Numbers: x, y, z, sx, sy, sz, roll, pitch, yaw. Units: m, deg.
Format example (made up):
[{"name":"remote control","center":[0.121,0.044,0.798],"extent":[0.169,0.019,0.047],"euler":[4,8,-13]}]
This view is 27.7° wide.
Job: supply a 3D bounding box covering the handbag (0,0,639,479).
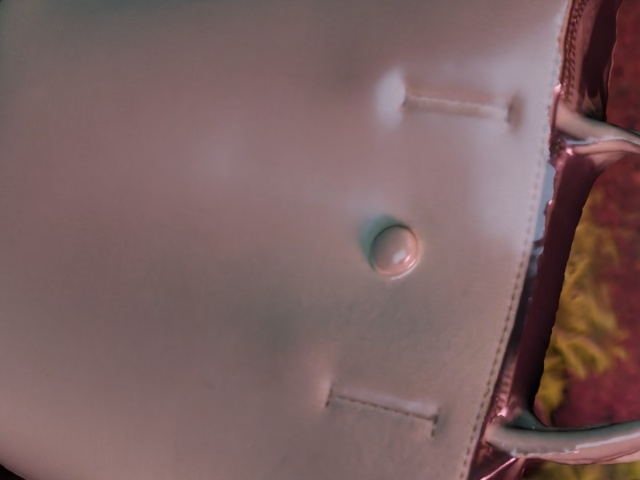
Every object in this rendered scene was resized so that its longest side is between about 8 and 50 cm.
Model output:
[{"name":"handbag","center":[0.000,0.000,0.436],"extent":[0.315,0.109,0.241],"euler":[9,82,39]}]
